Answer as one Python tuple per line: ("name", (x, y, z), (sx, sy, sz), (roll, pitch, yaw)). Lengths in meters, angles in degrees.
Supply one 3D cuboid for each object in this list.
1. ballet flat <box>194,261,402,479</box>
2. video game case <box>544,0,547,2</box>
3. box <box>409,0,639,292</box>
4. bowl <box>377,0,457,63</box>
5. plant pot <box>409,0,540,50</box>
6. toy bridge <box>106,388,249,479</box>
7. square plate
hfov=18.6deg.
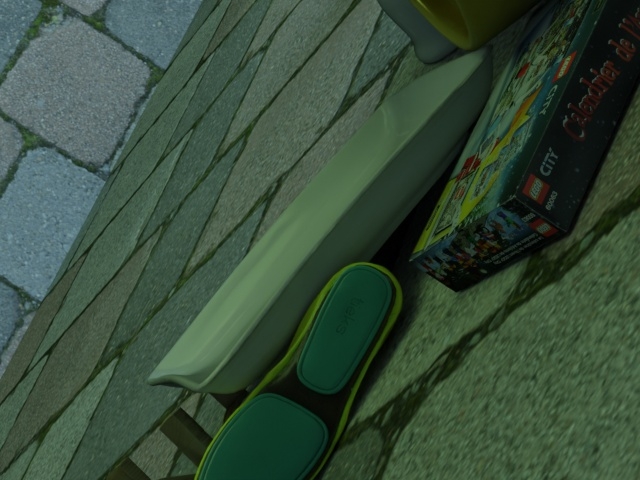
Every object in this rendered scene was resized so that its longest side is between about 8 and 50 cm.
("ballet flat", (-0.011, 0.120, 1.441), (0.231, 0.077, 0.077), (-56, -10, -11))
("video game case", (0.242, -0.270, 1.526), (0.212, 0.023, 0.193), (-53, 12, 14))
("box", (0.156, -0.087, 1.340), (0.233, 0.044, 0.159), (-62, 13, -25))
("bowl", (0.129, -0.326, 1.858), (0.298, 0.134, 0.298), (-53, 12, 16))
("plant pot", (0.132, -0.309, 1.454), (0.239, 0.254, 0.254), (-36, 12, -3))
("toy bridge", (-0.107, 0.172, 1.663), (0.026, 0.063, 0.188), (-49, -4, 36))
("square plate", (0.000, 0.000, 1.609), (0.344, 0.049, 0.347), (-49, 7, -10))
